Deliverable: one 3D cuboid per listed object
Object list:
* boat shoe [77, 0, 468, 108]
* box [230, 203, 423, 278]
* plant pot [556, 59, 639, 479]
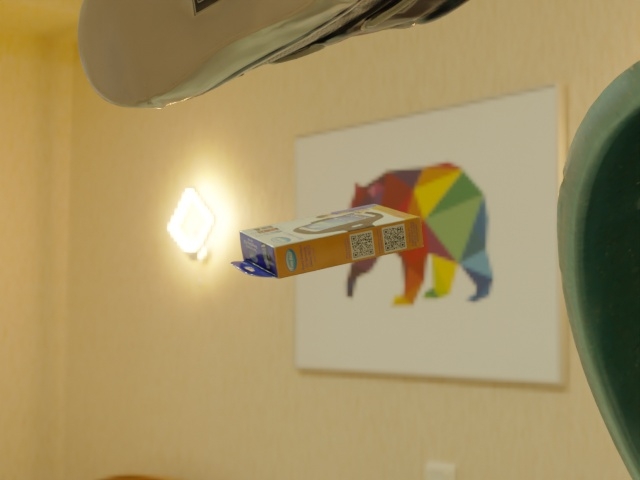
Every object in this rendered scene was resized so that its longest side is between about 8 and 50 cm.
[{"bbox_3d":[-0.034,-0.170,0.797,0.158,0.127,0.340,-7,1,-40],"label":"boat shoe"},{"bbox_3d":[0.000,0.000,0.840,0.136,0.028,0.081,-10,13,-22],"label":"box"},{"bbox_3d":[0.324,0.019,0.386,0.334,0.341,0.341,-28,3,-15],"label":"plant pot"}]
